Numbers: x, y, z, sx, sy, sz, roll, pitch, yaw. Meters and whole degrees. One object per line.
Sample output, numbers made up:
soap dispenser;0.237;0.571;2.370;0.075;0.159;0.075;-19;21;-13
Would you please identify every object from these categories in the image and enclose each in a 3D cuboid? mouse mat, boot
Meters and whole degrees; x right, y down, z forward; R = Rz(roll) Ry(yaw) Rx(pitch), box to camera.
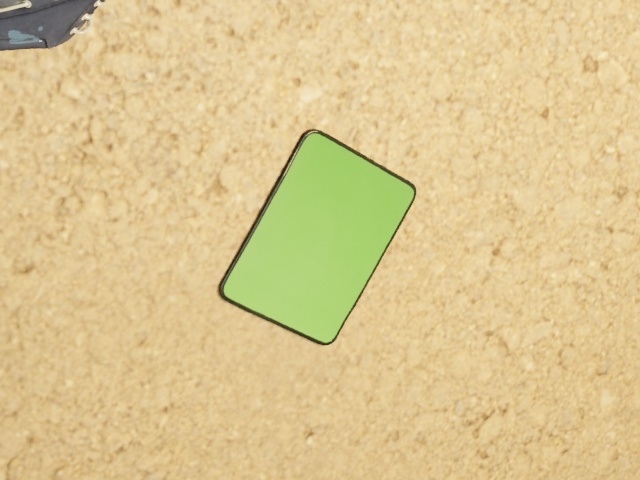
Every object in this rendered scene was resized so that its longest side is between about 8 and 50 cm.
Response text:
mouse mat;0.000;0.000;1.438;0.153;0.007;0.189;28;94;-33
boot;-0.200;-0.214;1.222;0.190;0.069;0.086;-12;120;-17
